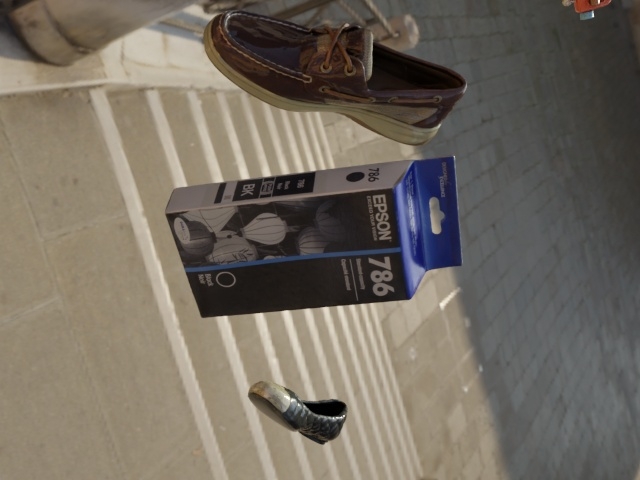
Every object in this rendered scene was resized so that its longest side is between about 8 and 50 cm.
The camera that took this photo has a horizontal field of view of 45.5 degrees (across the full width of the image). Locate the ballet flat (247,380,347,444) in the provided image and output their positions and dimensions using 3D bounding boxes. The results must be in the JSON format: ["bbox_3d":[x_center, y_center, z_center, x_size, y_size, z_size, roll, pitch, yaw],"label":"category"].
[{"bbox_3d":[-0.022,0.158,0.736,0.049,0.057,0.173,-58,151,-9],"label":"ballet flat"}]

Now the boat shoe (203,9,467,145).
[{"bbox_3d":[0.029,-0.225,0.956,0.342,0.123,0.123,18,55,-21],"label":"boat shoe"}]

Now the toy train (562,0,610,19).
[{"bbox_3d":[0.407,-0.404,1.083,0.046,0.125,0.166,-107,-174,-71],"label":"toy train"}]

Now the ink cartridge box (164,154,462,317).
[{"bbox_3d":[0.000,0.000,0.901,0.065,0.333,0.165,-86,166,-55],"label":"ink cartridge box"}]
